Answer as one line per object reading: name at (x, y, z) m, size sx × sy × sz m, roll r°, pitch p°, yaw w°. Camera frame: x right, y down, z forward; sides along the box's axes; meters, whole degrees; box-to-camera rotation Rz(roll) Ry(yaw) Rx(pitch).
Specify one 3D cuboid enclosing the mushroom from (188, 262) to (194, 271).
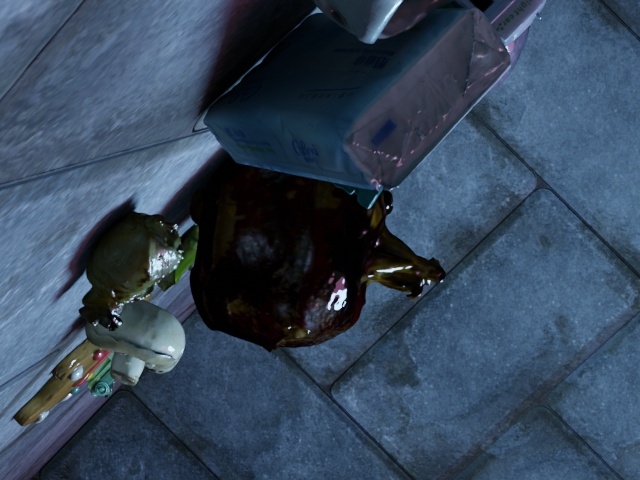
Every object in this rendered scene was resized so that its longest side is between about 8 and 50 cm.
mushroom at (-0.142, -0.017, 2.168) m, size 0.109 × 0.097 × 0.351 m, roll -43°, pitch -175°, yaw 35°

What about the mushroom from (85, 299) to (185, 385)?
mushroom at (-0.272, 0.149, 1.651) m, size 0.154 × 0.154 × 0.122 m, roll 132°, pitch -23°, yaw -73°

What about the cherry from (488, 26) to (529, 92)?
cherry at (0.219, -0.317, 1.745) m, size 0.213 × 0.184 × 0.266 m, roll -46°, pitch -167°, yaw 21°

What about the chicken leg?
chicken leg at (-0.210, 0.033, 1.247) m, size 0.103 × 0.088 × 0.227 m, roll -60°, pitch -176°, yaw -32°

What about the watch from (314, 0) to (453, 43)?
watch at (0.102, -0.263, 0.842) m, size 0.241 × 0.161 × 0.253 m, roll -28°, pitch 166°, yaw -40°

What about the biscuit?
biscuit at (-0.391, 0.200, 1.939) m, size 0.339 × 0.047 × 0.216 m, roll -45°, pitch 180°, yaw 24°

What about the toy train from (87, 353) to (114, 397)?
toy train at (-0.399, 0.236, 2.118) m, size 0.122 × 0.081 × 0.050 m, roll -44°, pitch -172°, yaw 11°

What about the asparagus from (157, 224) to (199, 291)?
asparagus at (-0.233, 0.035, 1.855) m, size 0.178 × 0.041 × 0.045 m, roll -45°, pitch -136°, yaw 42°

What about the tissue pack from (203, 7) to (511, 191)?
tissue pack at (0.023, -0.137, 1.033) m, size 0.177 × 0.089 × 0.263 m, roll -46°, pitch -153°, yaw -16°

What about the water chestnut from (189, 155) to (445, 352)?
water chestnut at (0.000, 0.000, 1.552) m, size 0.335 × 0.347 × 0.335 m, roll 4°, pitch 90°, yaw -84°

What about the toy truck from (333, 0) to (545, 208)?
toy truck at (0.105, -0.223, 1.295) m, size 0.363 × 0.178 × 0.176 m, roll -48°, pitch 179°, yaw 9°
